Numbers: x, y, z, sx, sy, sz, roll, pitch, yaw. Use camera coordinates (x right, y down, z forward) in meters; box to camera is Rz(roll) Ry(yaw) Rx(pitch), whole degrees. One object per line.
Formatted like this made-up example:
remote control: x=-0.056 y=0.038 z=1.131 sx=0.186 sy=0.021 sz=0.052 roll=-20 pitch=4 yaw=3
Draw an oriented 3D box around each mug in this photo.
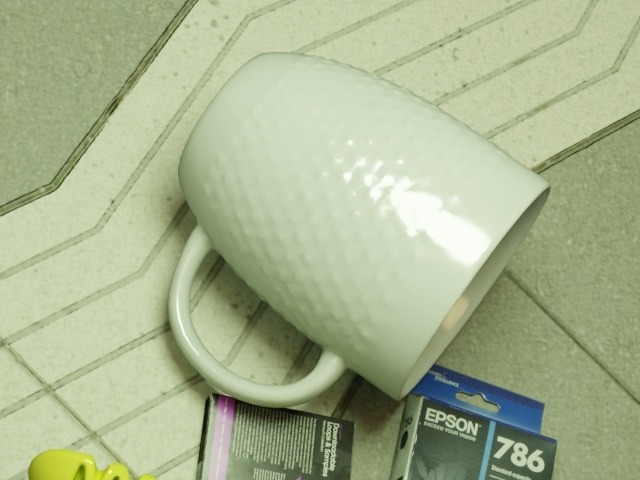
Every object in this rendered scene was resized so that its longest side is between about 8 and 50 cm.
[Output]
mug: x=0.000 y=0.000 z=1.768 sx=0.328 sy=0.276 sz=0.374 roll=36 pitch=84 yaw=10

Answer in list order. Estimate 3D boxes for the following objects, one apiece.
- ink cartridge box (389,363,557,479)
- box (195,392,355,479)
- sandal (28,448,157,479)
ink cartridge box: x=0.152 y=0.284 z=1.789 sx=0.165 sy=0.065 sz=0.333 roll=19 pitch=60 yaw=-10
box: x=-0.046 y=0.231 z=1.761 sx=0.162 sy=0.029 sz=0.116 roll=13 pitch=63 yaw=-13
sandal: x=-0.139 y=0.306 z=1.648 sx=0.317 sy=0.126 sz=0.138 roll=13 pitch=66 yaw=-5
